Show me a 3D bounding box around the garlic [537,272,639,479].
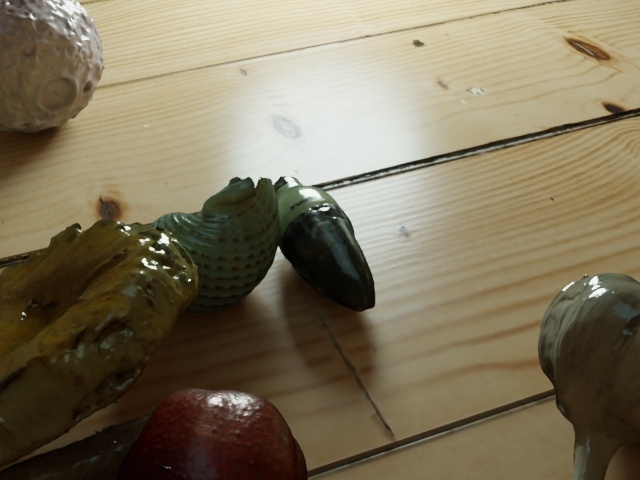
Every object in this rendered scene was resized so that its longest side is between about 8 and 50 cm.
[{"bbox_3d":[0.284,0.150,0.763,0.218,0.218,0.212,30,85,37],"label":"garlic"}]

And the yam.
[{"bbox_3d":[-0.241,0.223,0.762,0.299,0.066,0.066,-21,40,-23],"label":"yam"}]

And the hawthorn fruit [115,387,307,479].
[{"bbox_3d":[-0.097,0.219,0.684,0.168,0.169,0.188,6,41,12],"label":"hawthorn fruit"}]

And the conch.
[{"bbox_3d":[-0.120,0.013,0.975,0.200,0.131,0.172,-25,-8,34],"label":"conch"}]

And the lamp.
[{"bbox_3d":[0.000,0.000,1.019,0.101,0.101,0.250,-17,41,-18],"label":"lamp"}]

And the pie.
[{"bbox_3d":[-0.283,0.094,0.834,0.339,0.083,0.340,-23,32,15],"label":"pie"}]

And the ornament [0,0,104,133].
[{"bbox_3d":[-0.482,-0.296,1.331,0.259,0.259,0.225,-28,56,-31],"label":"ornament"}]
